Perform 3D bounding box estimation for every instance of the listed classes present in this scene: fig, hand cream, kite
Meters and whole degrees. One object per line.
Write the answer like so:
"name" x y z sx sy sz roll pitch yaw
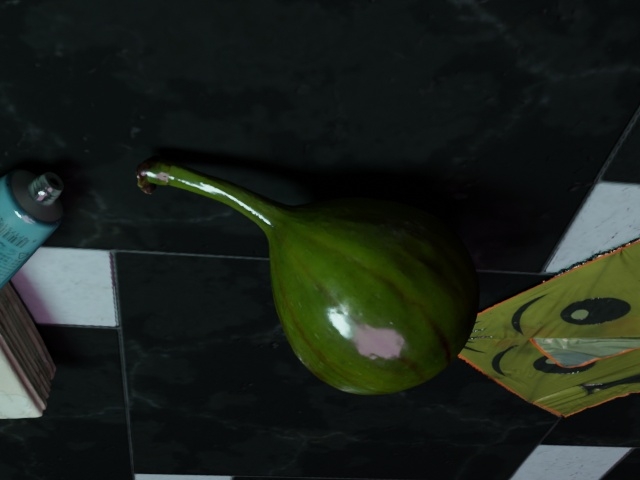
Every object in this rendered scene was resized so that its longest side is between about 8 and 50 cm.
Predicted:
"fig" 0.000 0.000 0.631 0.259 0.151 0.151 45 128 -12
"hand cream" -0.267 0.022 0.638 0.224 0.048 0.083 -35 109 20
"kite" 0.266 0.089 0.825 0.328 0.013 0.377 0 145 -2

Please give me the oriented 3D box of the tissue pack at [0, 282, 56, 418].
"tissue pack" -0.417 0.100 0.753 0.326 0.071 0.170 -2 139 1
